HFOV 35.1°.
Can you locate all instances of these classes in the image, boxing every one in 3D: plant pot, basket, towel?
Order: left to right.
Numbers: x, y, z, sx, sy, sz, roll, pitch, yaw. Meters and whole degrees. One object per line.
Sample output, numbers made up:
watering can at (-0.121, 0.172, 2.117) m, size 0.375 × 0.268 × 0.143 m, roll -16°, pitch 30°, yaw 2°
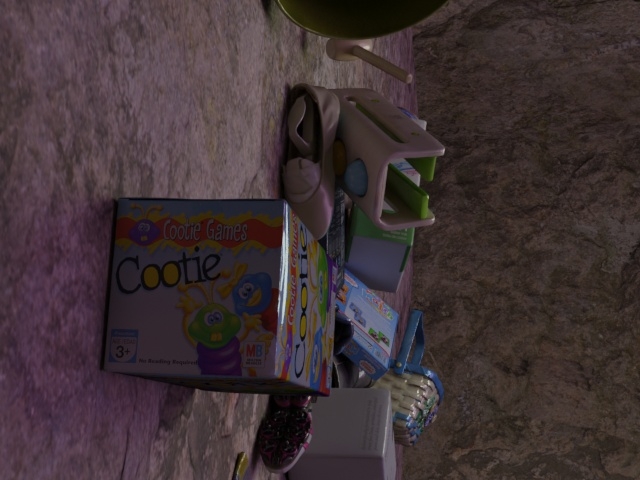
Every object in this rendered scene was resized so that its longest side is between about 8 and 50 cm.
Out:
towel at (-0.097, 0.302, 1.218) m, size 0.083 × 0.009 × 0.060 m, roll -78°, pitch 166°, yaw -51°
plant pot at (0.044, -0.476, 1.374) m, size 0.275 × 0.274 × 0.294 m, roll 74°, pitch 4°, yaw -60°
basket at (0.201, 0.336, 2.448) m, size 0.255 × 0.201 × 0.289 m, roll 70°, pitch 32°, yaw -63°

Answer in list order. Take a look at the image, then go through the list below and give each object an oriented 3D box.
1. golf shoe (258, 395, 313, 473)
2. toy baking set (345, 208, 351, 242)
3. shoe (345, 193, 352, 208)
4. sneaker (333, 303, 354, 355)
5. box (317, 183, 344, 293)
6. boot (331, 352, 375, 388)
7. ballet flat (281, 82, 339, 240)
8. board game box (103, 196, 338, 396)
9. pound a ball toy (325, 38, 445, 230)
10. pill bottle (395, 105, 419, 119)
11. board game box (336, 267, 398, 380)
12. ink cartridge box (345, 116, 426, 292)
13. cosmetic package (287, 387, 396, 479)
golf shoe at (-0.040, 0.266, 1.382) m, size 0.186 × 0.067 × 0.086 m, roll -70°, pitch 160°, yaw -64°
toy baking set at (0.054, -0.057, 2.073) m, size 0.256 × 0.030 × 0.197 m, roll -72°, pitch 164°, yaw -55°
shoe at (0.042, -0.123, 1.886) m, size 0.219 × 0.058 × 0.077 m, roll -77°, pitch 165°, yaw -52°
sneaker at (-0.015, 0.124, 1.349) m, size 0.262 × 0.125 × 0.104 m, roll -59°, pitch 149°, yaw -72°
box at (0.000, 0.000, 1.637) m, size 0.232 × 0.059 × 0.184 m, roll -38°, pitch 128°, yaw -79°
boot at (0.022, 0.192, 1.773) m, size 0.208 × 0.076 × 0.190 m, roll 5°, pitch 58°, yaw -63°
ballet flat at (-0.023, -0.121, 1.482) m, size 0.086 × 0.086 × 0.249 m, roll 70°, pitch 21°, yaw -65°
board game box at (-0.076, 0.062, 0.916) m, size 0.275 × 0.144 × 0.142 m, roll 51°, pitch 41°, yaw -75°
pound a ball toy at (0.063, -0.177, 1.560) m, size 0.319 × 0.135 × 0.208 m, roll -129°, pitch -142°, yaw -54°
pill bottle at (0.150, -0.218, 2.250) m, size 0.272 × 0.152 × 0.152 m, roll -49°, pitch 139°, yaw -77°
board game box at (0.062, 0.137, 1.784) m, size 0.039 × 0.160 × 0.211 m, roll -45°, pitch -172°, yaw 23°
ink cartridge box at (0.119, -0.073, 1.914) m, size 0.201 × 0.117 × 0.278 m, roll 99°, pitch 1°, yaw -61°
cosmetic package at (0.036, 0.349, 1.595) m, size 0.151 × 0.151 × 0.184 m, roll -78°, pitch 165°, yaw -54°
